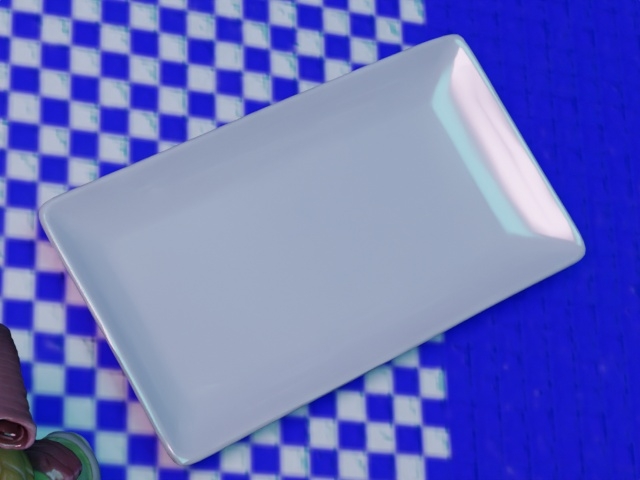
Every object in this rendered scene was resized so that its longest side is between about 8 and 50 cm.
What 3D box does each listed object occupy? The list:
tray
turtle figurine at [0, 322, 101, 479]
[{"bbox_3d":[0.000,0.000,0.971,0.270,0.030,0.145,-25,80,-29],"label":"tray"},{"bbox_3d":[-0.198,0.109,0.801,0.197,0.275,0.266,-27,60,-8],"label":"turtle figurine"}]
